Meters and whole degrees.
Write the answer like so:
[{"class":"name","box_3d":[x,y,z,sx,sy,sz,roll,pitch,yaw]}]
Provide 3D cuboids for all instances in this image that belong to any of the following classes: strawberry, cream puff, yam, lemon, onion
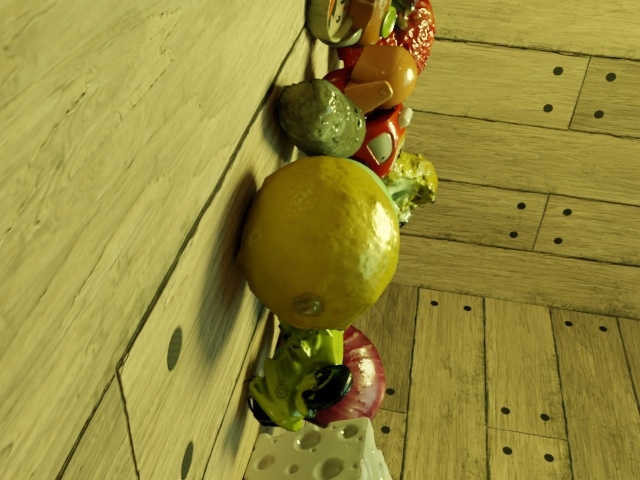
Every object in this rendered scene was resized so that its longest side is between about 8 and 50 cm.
[{"class":"strawberry","box_3d":[0.159,-0.490,1.707,0.238,0.250,0.288,57,2,39]},{"class":"cream puff","box_3d":[0.144,-0.162,1.936,0.323,0.269,0.274,-40,-163,-2]},{"class":"yam","box_3d":[0.003,-0.206,1.185,0.330,0.133,0.133,-4,102,-81]},{"class":"lemon","box_3d":[0.000,0.000,0.997,0.288,0.234,0.233,-87,-179,-53]},{"class":"onion","box_3d":[0.019,0.286,1.503,0.230,0.256,0.272,-66,-175,-16]}]

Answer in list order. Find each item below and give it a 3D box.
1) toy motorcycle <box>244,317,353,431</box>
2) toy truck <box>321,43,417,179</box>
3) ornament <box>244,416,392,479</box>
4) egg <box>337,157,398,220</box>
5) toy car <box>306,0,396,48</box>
[{"class":"toy motorcycle","box_3d":[-0.034,0.221,1.257,0.142,0.206,0.342,61,11,-21]},{"class":"toy truck","box_3d":[0.111,-0.258,1.422,0.264,0.239,0.189,58,32,-23]},{"class":"ornament","box_3d":[0.002,0.513,1.306,0.239,0.240,0.239,-73,145,-63]},{"class":"egg","box_3d":[0.029,-0.018,1.240,0.220,0.221,0.269,-73,165,-56]},{"class":"toy car","box_3d":[0.042,-0.456,1.322,0.235,0.145,0.235,-52,156,-35]}]
